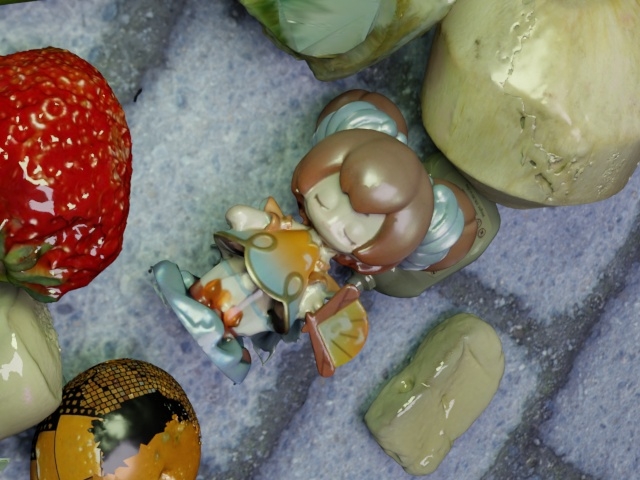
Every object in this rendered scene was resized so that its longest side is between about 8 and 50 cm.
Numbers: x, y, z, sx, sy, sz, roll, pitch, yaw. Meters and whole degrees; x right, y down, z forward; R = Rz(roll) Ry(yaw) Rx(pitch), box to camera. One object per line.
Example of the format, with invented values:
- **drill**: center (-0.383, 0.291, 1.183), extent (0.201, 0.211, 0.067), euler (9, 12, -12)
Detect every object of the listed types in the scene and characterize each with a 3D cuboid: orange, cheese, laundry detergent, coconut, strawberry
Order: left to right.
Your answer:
- **strawberry**: center (-0.322, -0.088, 1.050), extent (0.257, 0.257, 0.277), euler (31, 54, -36)
- **orange**: center (-0.255, 0.265, 1.226), extent (0.234, 0.182, 0.234), euler (-39, 143, -36)
- **laundry detergent**: center (0.138, -0.009, 1.443), extent (0.253, 0.091, 0.181), euler (-36, 118, -16)
- **cheese**: center (0.188, 0.238, 1.563), extent (0.263, 0.093, 0.159), euler (-47, 128, -11)
- **coconut**: center (0.289, -0.196, 1.317), extent (0.353, 0.352, 0.352), euler (-11, 112, -29)

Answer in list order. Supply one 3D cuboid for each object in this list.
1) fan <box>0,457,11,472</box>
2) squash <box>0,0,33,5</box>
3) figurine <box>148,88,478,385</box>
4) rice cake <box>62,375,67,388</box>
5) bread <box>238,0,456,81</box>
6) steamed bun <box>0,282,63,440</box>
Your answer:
- **fan**: center (-0.495, 0.304, 1.180), extent (0.240, 0.009, 0.131), euler (-8, 135, -30)
- **squash**: center (-0.322, -0.287, 0.979), extent (0.395, 0.107, 0.107), euler (-8, 114, 2)
- **figurine**: center (0.001, 0.001, 1.261), extent (0.388, 0.248, 0.276), euler (-38, 91, -1)
- **rice cake**: center (-0.420, 0.209, 1.201), extent (0.222, 0.042, 0.080), euler (-25, 123, -22)
- **bread**: center (0.006, -0.322, 1.105), extent (0.239, 0.264, 0.395), euler (-38, 128, 15)
- **steamed bun**: center (-0.408, 0.157, 1.114), extent (0.225, 0.200, 0.170), euler (-24, 125, -6)
